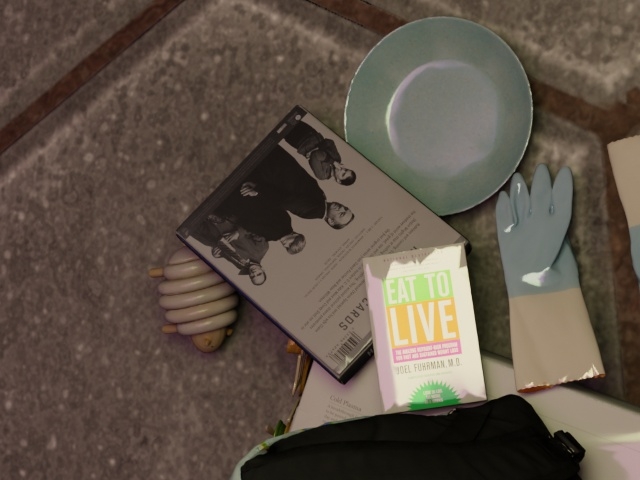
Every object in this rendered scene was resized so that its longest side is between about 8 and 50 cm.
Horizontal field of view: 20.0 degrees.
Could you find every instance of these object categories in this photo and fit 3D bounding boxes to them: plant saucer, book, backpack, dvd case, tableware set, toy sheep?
[{"bbox_3d":[0.118,-0.119,1.762,0.195,0.037,0.194,-2,86,24],"label":"plant saucer"},{"bbox_3d":[0.094,0.081,1.648,0.096,0.035,0.144,-9,81,4],"label":"book"},{"bbox_3d":[0.059,0.273,1.463,0.273,0.356,0.290,-45,57,24],"label":"backpack"},{"bbox_3d":[0.000,0.000,1.733,0.179,0.029,0.239,-46,62,-6],"label":"dvd case"},{"bbox_3d":[-0.030,0.151,1.777,0.024,0.104,0.154,13,116,8],"label":"tableware set"},{"bbox_3d":[-0.126,0.050,1.832,0.091,0.091,0.132,-12,100,23],"label":"toy sheep"}]

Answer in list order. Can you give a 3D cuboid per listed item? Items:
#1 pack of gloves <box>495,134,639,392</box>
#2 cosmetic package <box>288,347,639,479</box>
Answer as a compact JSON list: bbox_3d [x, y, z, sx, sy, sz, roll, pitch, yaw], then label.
[{"bbox_3d":[0.265,0.022,1.663,0.195,0.046,0.232,-11,62,14],"label":"pack of gloves"},{"bbox_3d":[0.144,0.250,1.689,0.377,0.097,0.284,20,95,25],"label":"cosmetic package"}]
